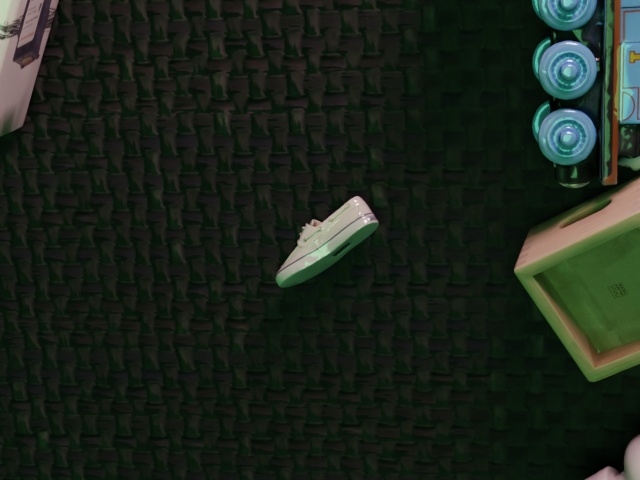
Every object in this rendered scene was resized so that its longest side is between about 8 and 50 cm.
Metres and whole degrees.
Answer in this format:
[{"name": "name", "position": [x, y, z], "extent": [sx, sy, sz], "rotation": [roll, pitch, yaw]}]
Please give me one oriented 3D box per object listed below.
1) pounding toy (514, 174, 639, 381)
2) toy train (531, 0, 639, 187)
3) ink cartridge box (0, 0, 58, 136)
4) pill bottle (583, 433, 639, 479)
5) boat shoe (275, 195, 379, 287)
[{"name": "pounding toy", "position": [0.247, 0.023, 0.983], "extent": [0.141, 0.100, 0.130], "rotation": [-28, 105, 30]}, {"name": "toy train", "position": [0.210, -0.129, 0.954], "extent": [0.105, 0.080, 0.184], "rotation": [-2, 104, 5]}, {"name": "ink cartridge box", "position": [-0.296, -0.215, 1.016], "extent": [0.172, 0.100, 0.237], "rotation": [22, 107, 5]}, {"name": "pill bottle", "position": [0.311, 0.179, 0.992], "extent": [0.221, 0.121, 0.121], "rotation": [-34, 96, 18]}, {"name": "boat shoe", "position": [0.000, 0.000, 1.054], "extent": [0.100, 0.035, 0.035], "rotation": [-38, 68, 21]}]
